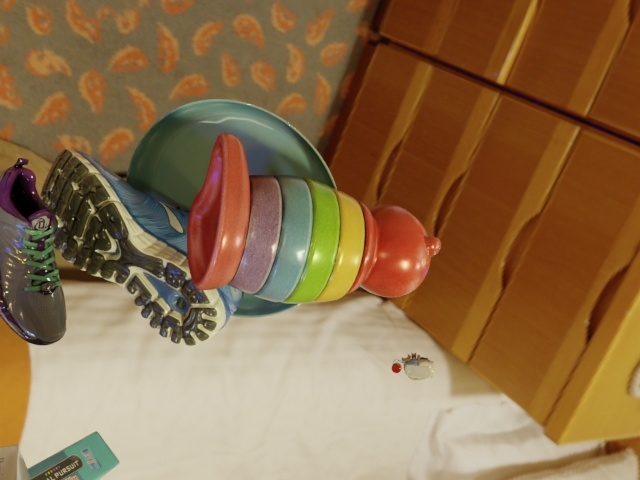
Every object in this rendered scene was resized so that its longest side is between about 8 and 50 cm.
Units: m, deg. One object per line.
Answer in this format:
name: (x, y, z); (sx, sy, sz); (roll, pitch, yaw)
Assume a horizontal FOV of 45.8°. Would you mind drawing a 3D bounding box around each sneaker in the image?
sneaker: (-0.238, 0.000, 1.026); (0.129, 0.330, 0.147); (-50, 172, 24)
sneaker: (-0.353, 0.016, 0.913); (0.083, 0.098, 0.223); (-19, 87, -48)

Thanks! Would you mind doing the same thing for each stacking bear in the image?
stacking bear: (0.000, 0.000, 0.921); (0.289, 0.164, 0.175); (9, 138, -21)

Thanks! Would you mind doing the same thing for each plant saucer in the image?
plant saucer: (-0.118, -0.043, 1.051); (0.043, 0.318, 0.317); (-53, 157, -63)

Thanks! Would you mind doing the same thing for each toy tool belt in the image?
toy tool belt: (0.182, 0.246, 1.490); (0.083, 0.051, 0.052); (4, 106, 7)

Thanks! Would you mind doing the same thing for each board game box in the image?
board game box: (-0.527, 0.466, 1.269); (0.254, 0.079, 0.336); (-40, 173, 12)

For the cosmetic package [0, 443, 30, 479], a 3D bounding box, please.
cosmetic package: (-0.501, 0.444, 0.889); (0.285, 0.377, 0.097); (-6, 133, -14)
